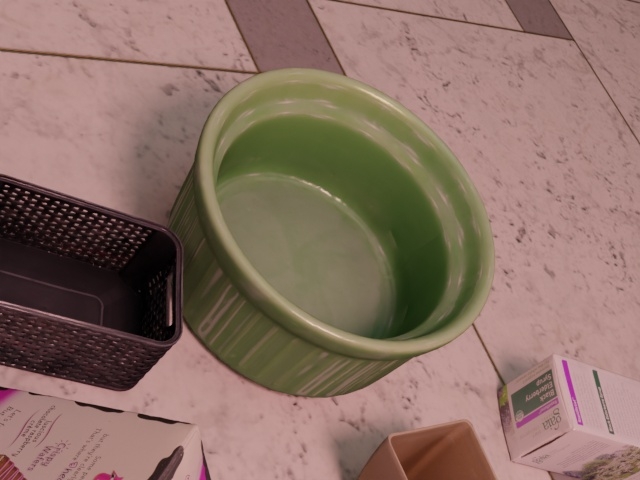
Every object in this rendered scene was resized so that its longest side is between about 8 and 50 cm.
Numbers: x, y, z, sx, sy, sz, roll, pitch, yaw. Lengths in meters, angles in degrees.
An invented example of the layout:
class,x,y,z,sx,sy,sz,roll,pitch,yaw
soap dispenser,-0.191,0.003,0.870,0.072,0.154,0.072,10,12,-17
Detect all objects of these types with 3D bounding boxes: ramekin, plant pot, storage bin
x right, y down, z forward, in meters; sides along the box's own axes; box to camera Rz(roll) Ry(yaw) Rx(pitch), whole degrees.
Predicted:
class,x,y,z,sx,sy,sz,roll,pitch,yaw
ramekin,0.000,0.000,0.939,0.303,0.148,0.303,17,51,-22
plant pot,0.090,0.235,0.881,0.109,0.096,0.109,-1,58,-41
storage bin,-0.210,0.037,0.801,0.180,0.084,0.122,19,46,-29

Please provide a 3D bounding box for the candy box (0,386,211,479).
class,x,y,z,sx,sy,sz,roll,pitch,yaw
candy box,-0.204,0.169,0.601,0.233,0.071,0.159,7,35,21

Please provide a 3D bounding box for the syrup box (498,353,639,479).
class,x,y,z,sx,sy,sz,roll,pitch,yaw
syrup box,0.321,0.210,1.104,0.236,0.093,0.096,20,46,-27
